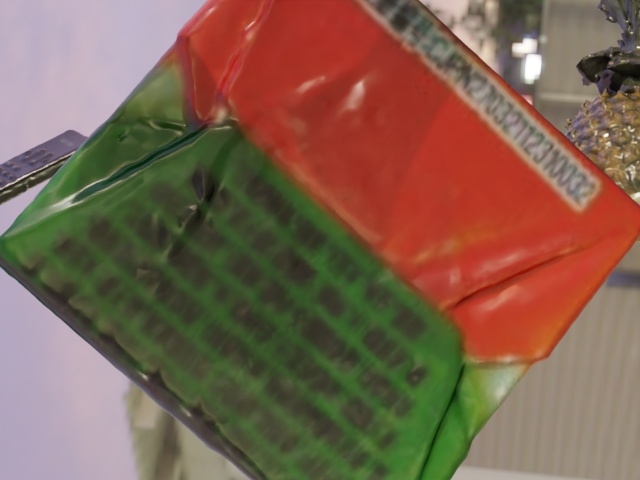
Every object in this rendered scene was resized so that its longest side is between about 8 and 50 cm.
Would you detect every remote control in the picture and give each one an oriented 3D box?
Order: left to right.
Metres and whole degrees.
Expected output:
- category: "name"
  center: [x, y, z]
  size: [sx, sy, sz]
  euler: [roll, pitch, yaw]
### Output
- category: "remote control"
  center: [-0.313, -0.036, 1.463]
  size: [0.063, 0.245, 0.025]
  euler: [21, 136, 59]

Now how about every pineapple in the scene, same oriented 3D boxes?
- category: "pineapple"
  center: [0.276, -0.123, 1.444]
  size: [0.125, 0.125, 0.251]
  euler: [80, -158, -62]

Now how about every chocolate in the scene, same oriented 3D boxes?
- category: "chocolate"
  center: [0.000, 0.000, 1.216]
  size: [0.341, 0.360, 0.161]
  euler: [-50, 8, -8]
